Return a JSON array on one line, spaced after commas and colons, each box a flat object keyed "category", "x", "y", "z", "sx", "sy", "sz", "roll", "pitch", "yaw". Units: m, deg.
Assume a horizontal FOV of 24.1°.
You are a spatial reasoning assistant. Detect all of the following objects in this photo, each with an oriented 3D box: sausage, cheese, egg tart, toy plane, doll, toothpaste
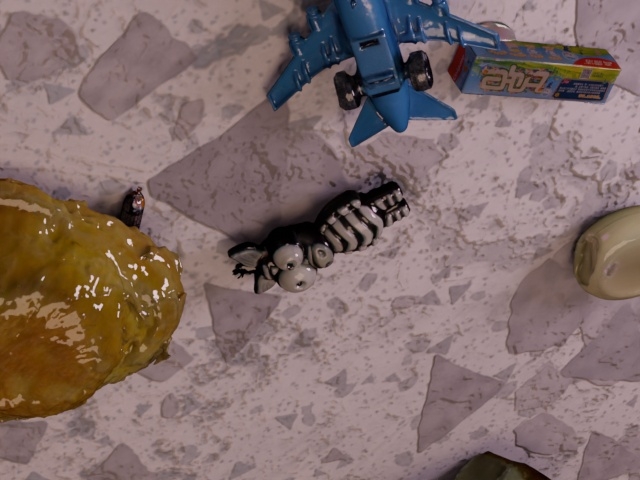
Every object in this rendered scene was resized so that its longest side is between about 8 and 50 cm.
[{"category": "sausage", "x": -0.222, "y": 0.018, "z": 1.683, "sx": 0.028, "sy": 0.025, "sz": 0.198, "roll": -3, "pitch": 132, "yaw": -26}, {"category": "cheese", "x": 0.438, "y": 0.011, "z": 1.941, "sx": 0.227, "sy": 0.064, "sz": 0.137, "roll": -8, "pitch": 134, "yaw": -19}, {"category": "egg tart", "x": -0.344, "y": 0.097, "z": 1.609, "sx": 0.351, "sy": 0.153, "sz": 0.339, "roll": 34, "pitch": 115, "yaw": -32}, {"category": "toy plane", "x": 0.053, "y": -0.206, "z": 1.548, "sx": 0.254, "sy": 0.105, "sz": 0.271, "roll": -14, "pitch": 140, "yaw": 9}, {"category": "doll", "x": 0.000, "y": 0.000, "z": 1.734, "sx": 0.219, "sy": 0.067, "sz": 0.091, "roll": -26, "pitch": 140, "yaw": 3}, {"category": "toothpaste", "x": 0.244, "y": -0.198, "z": 1.674, "sx": 0.193, "sy": 0.044, "sz": 0.070, "roll": 1, "pitch": 130, "yaw": -25}]

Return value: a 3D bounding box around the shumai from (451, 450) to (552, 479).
[{"category": "shumai", "x": 0.232, "y": 0.476, "z": 2.143, "sx": 0.323, "sy": 0.397, "sz": 0.324, "roll": -56, "pitch": 157, "yaw": -11}]
